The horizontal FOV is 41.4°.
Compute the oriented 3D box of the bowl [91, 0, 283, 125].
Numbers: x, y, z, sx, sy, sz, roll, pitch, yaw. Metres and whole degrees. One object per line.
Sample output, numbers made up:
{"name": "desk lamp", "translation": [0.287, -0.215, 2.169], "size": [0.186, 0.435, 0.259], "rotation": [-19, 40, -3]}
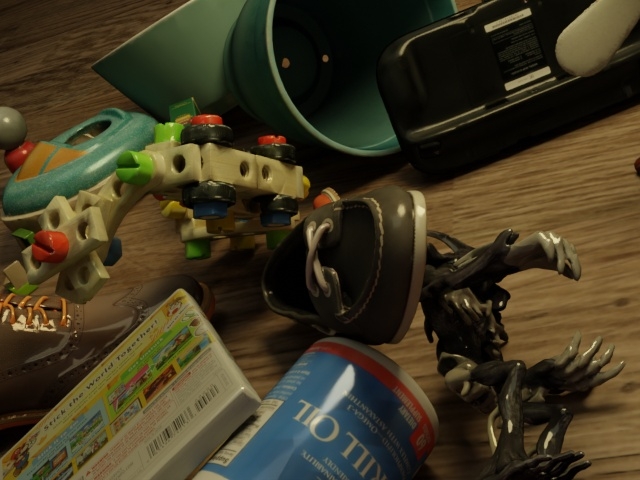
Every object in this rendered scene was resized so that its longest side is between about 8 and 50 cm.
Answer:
{"name": "bowl", "translation": [-0.176, -0.285, 1.309], "size": [0.312, 0.163, 0.311], "rotation": [-30, 16, 10]}

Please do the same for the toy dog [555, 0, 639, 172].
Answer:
{"name": "toy dog", "translation": [0.322, -0.168, 0.774], "size": [0.220, 0.333, 0.161], "rotation": [-11, 7, -28]}

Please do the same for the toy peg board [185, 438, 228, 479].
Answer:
{"name": "toy peg board", "translation": [-0.179, 0.174, 0.757], "size": [0.161, 0.079, 0.161], "rotation": [-36, 34, -20]}

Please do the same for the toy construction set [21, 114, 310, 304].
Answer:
{"name": "toy construction set", "translation": [-0.138, -0.041, 0.861], "size": [0.215, 0.151, 0.328], "rotation": [-8, 6, 32]}

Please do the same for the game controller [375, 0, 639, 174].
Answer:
{"name": "game controller", "translation": [0.228, -0.199, 0.968], "size": [0.319, 0.166, 0.067], "rotation": [-22, 4, 2]}

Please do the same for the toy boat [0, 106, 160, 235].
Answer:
{"name": "toy boat", "translation": [-0.393, -0.122, 1.256], "size": [0.318, 0.148, 0.267], "rotation": [12, 45, 43]}

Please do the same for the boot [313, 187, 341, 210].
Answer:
{"name": "boot", "translation": [0.000, 0.000, 0.923], "size": [0.085, 0.059, 0.158], "rotation": [-25, 33, 6]}

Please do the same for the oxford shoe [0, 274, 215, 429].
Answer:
{"name": "oxford shoe", "translation": [-0.287, 0.107, 0.865], "size": [0.364, 0.132, 0.130], "rotation": [-24, 31, -9]}

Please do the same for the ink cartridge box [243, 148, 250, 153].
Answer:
{"name": "ink cartridge box", "translation": [-0.077, -0.090, 1.107], "size": [0.028, 0.048, 0.083], "rotation": [-22, 33, 2]}

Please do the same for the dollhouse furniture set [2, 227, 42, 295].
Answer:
{"name": "dollhouse furniture set", "translation": [-0.428, 0.053, 1.108], "size": [0.076, 0.058, 0.152], "rotation": [13, 47, 44]}

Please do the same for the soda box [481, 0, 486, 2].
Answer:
{"name": "soda box", "translation": [0.239, -0.251, 1.020], "size": [0.058, 0.181, 0.061], "rotation": [-22, 31, 4]}

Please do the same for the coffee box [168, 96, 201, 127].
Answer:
{"name": "coffee box", "translation": [-0.159, -0.113, 1.124], "size": [0.041, 0.113, 0.184], "rotation": [-24, 27, 0]}

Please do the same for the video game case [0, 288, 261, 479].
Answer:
{"name": "video game case", "translation": [-0.163, 0.155, 0.668], "size": [0.227, 0.026, 0.206], "rotation": [-44, 28, -4]}

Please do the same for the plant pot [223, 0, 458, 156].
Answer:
{"name": "plant pot", "translation": [-0.001, -0.243, 1.109], "size": [0.272, 0.271, 0.255], "rotation": [-38, 20, -22]}

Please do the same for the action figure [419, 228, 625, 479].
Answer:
{"name": "action figure", "translation": [0.146, 0.077, 0.631], "size": [0.141, 0.164, 0.275], "rotation": [-26, 40, 19]}

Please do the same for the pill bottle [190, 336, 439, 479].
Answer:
{"name": "pill bottle", "translation": [-0.022, 0.184, 0.601], "size": [0.124, 0.124, 0.221], "rotation": [11, 46, 42]}

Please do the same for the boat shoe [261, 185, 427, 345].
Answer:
{"name": "boat shoe", "translation": [0.008, 0.030, 0.689], "size": [0.096, 0.112, 0.335], "rotation": [3, -9, -7]}
